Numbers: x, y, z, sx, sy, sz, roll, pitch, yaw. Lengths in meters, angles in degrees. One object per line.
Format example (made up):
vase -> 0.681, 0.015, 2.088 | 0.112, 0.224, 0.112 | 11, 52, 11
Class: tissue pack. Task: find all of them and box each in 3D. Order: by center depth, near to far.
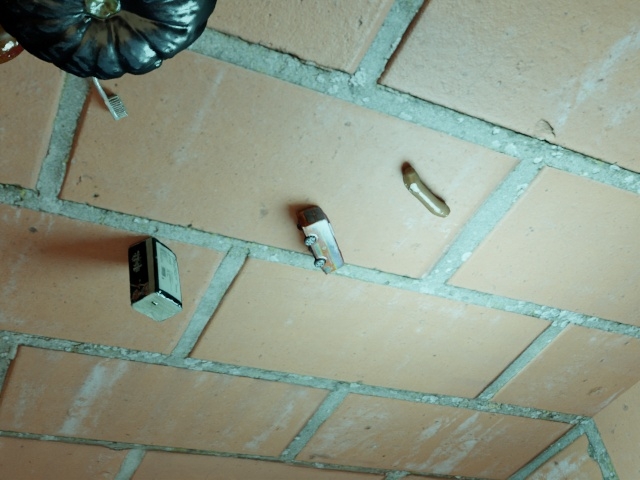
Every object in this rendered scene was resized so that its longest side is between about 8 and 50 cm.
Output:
tissue pack -> -0.378, 0.088, 1.754 | 0.090, 0.170, 0.103 | -28, 137, 18

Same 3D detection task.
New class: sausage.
sausage -> 0.241, -0.106, 1.774 | 0.043, 0.043, 0.186 | -32, 134, 21

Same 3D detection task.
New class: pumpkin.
pumpkin -> -0.324, -0.416, 1.151 | 0.363, 0.266, 0.363 | -10, 138, -9

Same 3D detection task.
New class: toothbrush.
toothbrush -> -0.425, -0.336, 1.392 | 0.029, 0.025, 0.307 | -22, 138, -1

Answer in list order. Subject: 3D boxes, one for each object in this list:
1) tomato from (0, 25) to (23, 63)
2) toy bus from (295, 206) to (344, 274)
tomato -> -0.557, -0.359, 1.253 | 0.167, 0.167, 0.167 | -6, 138, -6
toy bus -> 0.000, 0.000, 1.823 | 0.077, 0.065, 0.192 | -25, 138, -1
